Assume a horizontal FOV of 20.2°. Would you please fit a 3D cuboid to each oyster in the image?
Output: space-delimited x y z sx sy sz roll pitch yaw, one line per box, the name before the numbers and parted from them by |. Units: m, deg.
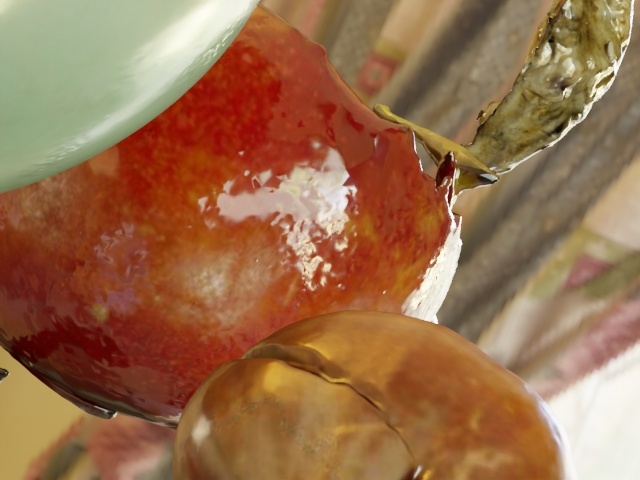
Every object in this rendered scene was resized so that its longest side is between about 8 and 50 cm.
oyster | 0.191 -0.138 1.568 0.094 0.166 0.294 24 -48 -6

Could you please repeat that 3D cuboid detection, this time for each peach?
peach | -0.099 -0.025 1.279 0.406 0.310 0.335 35 -3 40

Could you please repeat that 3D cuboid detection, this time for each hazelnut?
hazelnut | 0.018 0.123 0.794 0.182 0.182 0.182 23 -3 1

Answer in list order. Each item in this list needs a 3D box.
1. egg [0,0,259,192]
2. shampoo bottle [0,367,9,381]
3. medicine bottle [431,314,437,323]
egg | -0.176 -0.165 0.906 0.276 0.276 0.389 21 40 35
shampoo bottle | -0.266 0.137 1.270 0.048 0.137 0.027 1 -53 27
medicine bottle | 0.000 0.000 1.780 0.157 0.157 0.288 19 -42 54
